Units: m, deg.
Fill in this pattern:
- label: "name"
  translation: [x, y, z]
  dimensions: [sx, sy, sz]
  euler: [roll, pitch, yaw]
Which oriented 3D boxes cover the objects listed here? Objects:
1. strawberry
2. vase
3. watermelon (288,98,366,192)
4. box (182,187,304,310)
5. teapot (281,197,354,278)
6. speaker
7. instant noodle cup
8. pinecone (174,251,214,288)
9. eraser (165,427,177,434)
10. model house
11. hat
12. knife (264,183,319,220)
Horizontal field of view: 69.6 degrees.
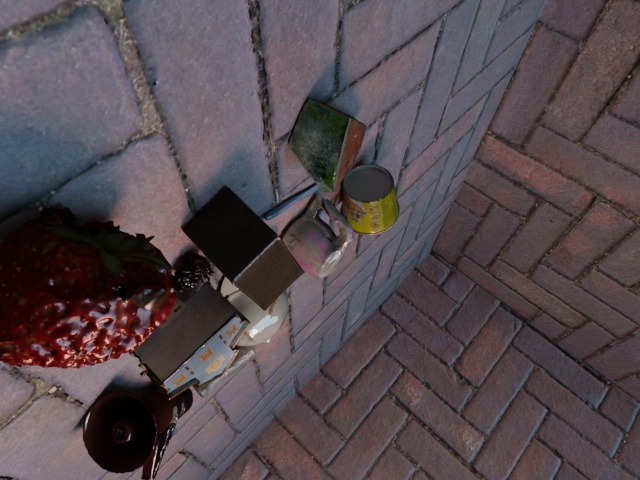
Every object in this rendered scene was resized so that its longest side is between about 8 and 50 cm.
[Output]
- label: "strawberry"
  translation: [-0.365, 0.092, 0.685]
  dimensions: [0.257, 0.261, 0.261]
  euler: [-62, 159, 9]
- label: "vase"
  translation: [-0.330, 0.432, 1.560]
  dimensions: [0.219, 0.096, 0.096]
  euler: [-38, 157, -25]
- label: "watermelon"
  translation: [0.039, -0.243, 1.145]
  dimensions: [0.257, 0.140, 0.192]
  euler: [-36, 153, -59]
- label: "box"
  translation: [-0.168, 0.029, 1.065]
  dimensions: [0.143, 0.184, 0.273]
  euler: [-44, 159, -8]
- label: "teapot"
  translation: [0.002, 0.005, 1.391]
  dimensions: [0.221, 0.178, 0.163]
  euler: [-51, 161, -2]
- label: "speaker"
  translation: [-0.451, 0.522, 1.254]
  dimensions: [0.198, 0.259, 0.329]
  euler: [-18, 166, 8]
- label: "instant noodle cup"
  translation: [0.158, -0.137, 1.471]
  dimensions: [0.205, 0.205, 0.153]
  euler: [-44, 153, -20]
- label: "pinecone"
  translation: [-0.287, 0.070, 1.042]
  dimensions: [0.083, 0.077, 0.077]
  euler: [-37, 162, 11]
- label: "eraser"
  translation: [-0.549, 0.680, 1.608]
  dimensions: [0.063, 0.027, 0.085]
  euler: [-49, 161, -1]
- label: "model house"
  translation: [-0.312, 0.255, 1.148]
  dimensions: [0.271, 0.178, 0.206]
  euler: [-46, 154, -21]
- label: "hat"
  translation: [-0.156, 0.146, 1.318]
  dimensions: [0.258, 0.168, 0.301]
  euler: [-28, 146, -55]
- label: "knife"
  translation: [-0.045, -0.128, 1.299]
  dimensions: [0.313, 0.019, 0.044]
  euler: [-37, 163, -36]
